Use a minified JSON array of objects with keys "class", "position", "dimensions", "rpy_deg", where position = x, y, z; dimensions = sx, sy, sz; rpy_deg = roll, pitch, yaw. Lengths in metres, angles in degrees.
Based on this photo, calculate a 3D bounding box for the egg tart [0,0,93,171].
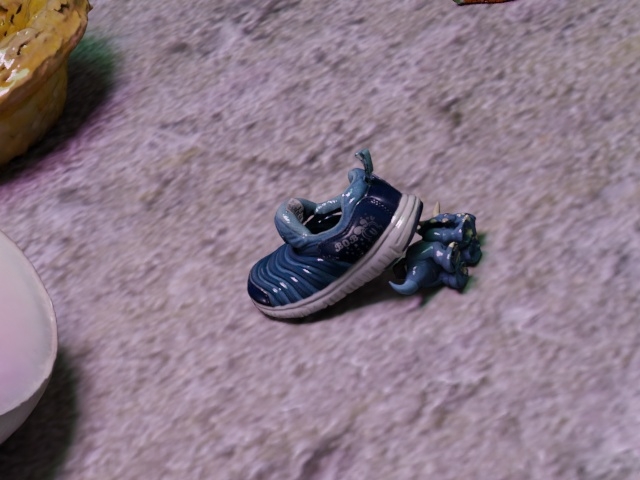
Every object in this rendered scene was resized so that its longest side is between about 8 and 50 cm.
[{"class":"egg tart","position":[-0.315,-0.130,1.679],"dimensions":[0.288,0.118,0.288],"rpy_deg":[-16,33,11]}]

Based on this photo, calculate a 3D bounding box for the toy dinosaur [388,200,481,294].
[{"class":"toy dinosaur","position":[0.075,0.009,1.286],"dimensions":[0.047,0.031,0.083],"rpy_deg":[-4,35,31]}]

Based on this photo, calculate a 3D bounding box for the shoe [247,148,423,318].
[{"class":"shoe","position":[0.000,0.000,1.299],"dimensions":[0.143,0.071,0.064],"rpy_deg":[-33,18,35]}]

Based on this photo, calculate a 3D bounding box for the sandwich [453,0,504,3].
[{"class":"sandwich","position":[0.150,-0.217,1.585],"dimensions":[0.101,0.026,0.069],"rpy_deg":[-31,36,-6]}]

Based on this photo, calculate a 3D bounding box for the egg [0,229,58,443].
[{"class":"egg","position":[-0.299,0.077,1.319],"dimensions":[0.271,0.162,0.206],"rpy_deg":[44,32,24]}]
